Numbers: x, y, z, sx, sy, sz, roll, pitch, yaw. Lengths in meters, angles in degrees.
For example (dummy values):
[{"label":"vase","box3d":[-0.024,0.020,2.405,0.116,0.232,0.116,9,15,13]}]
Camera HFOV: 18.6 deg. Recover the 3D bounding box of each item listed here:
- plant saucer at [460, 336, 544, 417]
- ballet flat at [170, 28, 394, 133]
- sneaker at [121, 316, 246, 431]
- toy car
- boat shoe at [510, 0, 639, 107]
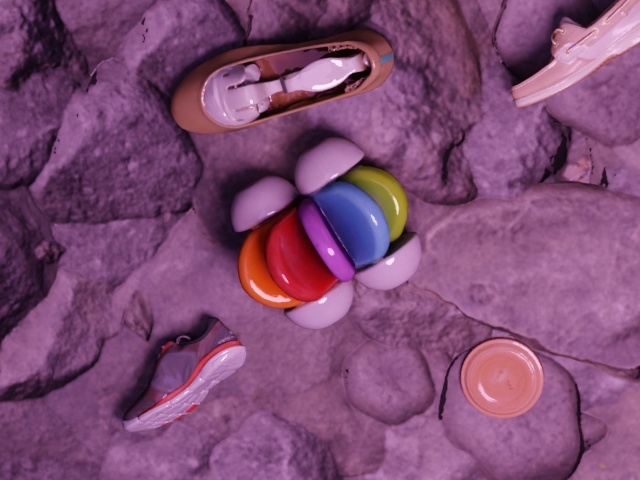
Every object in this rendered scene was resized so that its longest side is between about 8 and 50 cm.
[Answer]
[{"label":"plant saucer","box3d":[0.182,0.139,1.961,0.083,0.013,0.083,2,105,8]},{"label":"ballet flat","box3d":[-0.044,-0.155,1.893,0.232,0.073,0.080,-17,100,13]},{"label":"sneaker","box3d":[-0.146,0.136,2.001,0.158,0.061,0.065,-38,68,15]},{"label":"toy car","box3d":[0.000,0.000,1.891,0.182,0.136,0.159,-30,97,15]},{"label":"boat shoe","box3d":[0.246,-0.187,1.849,0.170,0.063,0.059,-32,94,6]}]
